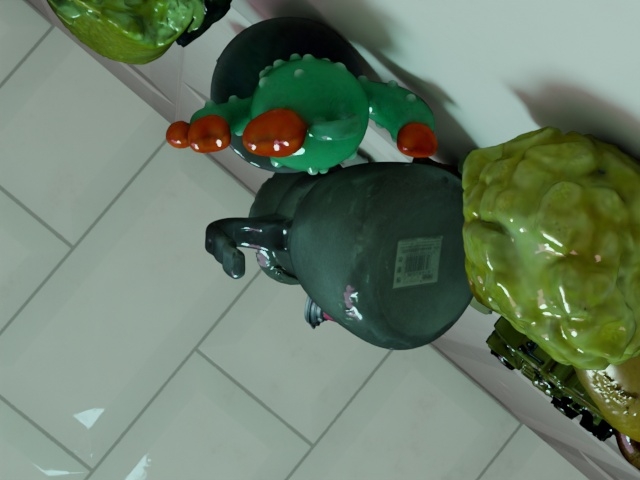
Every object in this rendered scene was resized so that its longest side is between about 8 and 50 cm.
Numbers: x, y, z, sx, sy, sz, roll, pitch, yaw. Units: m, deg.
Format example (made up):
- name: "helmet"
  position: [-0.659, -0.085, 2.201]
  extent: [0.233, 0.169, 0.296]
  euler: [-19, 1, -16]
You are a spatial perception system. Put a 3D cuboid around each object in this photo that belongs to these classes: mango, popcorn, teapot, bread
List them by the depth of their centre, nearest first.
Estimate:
- name: "popcorn"
  position: [0.226, 0.007, 1.008]
  extent: [0.235, 0.181, 0.216]
  euler: [50, 171, -36]
- name: "mango"
  position: [0.366, 0.124, 1.231]
  extent: [0.151, 0.156, 0.249]
  euler: [-5, 124, 50]
- name: "bread"
  position: [-0.236, -0.333, 1.336]
  extent: [0.251, 0.208, 0.376]
  euler: [46, 177, -13]
- name: "teapot"
  position: [0.010, 0.017, 1.361]
  extent: [0.285, 0.305, 0.223]
  euler: [21, 140, 48]

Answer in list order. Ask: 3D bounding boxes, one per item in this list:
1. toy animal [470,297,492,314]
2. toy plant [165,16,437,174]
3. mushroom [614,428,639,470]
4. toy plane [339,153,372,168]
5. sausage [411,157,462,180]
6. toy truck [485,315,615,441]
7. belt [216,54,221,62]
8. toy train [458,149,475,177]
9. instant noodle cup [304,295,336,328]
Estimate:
- name: "toy animal"
  position: [0.182, -0.001, 1.586]
  extent: [0.186, 0.094, 0.214]
  euler: [23, -149, -29]
- name: "toy plant"
  position: [-0.023, -0.162, 1.286]
  extent: [0.279, 0.185, 0.400]
  euler: [19, -172, -14]
- name: "mushroom"
  position: [0.541, 0.282, 1.539]
  extent: [0.227, 0.148, 0.217]
  euler: [32, 161, -33]
- name: "toy plane"
  position: [0.014, -0.106, 1.845]
  extent: [0.252, 0.118, 0.252]
  euler: [42, 176, 3]
- name: "sausage"
  position: [0.235, 0.018, 1.473]
  extent: [0.348, 0.094, 0.097]
  euler: [43, 171, -20]
- name: "toy truck"
  position: [0.375, 0.186, 1.697]
  extent: [0.257, 0.127, 0.127]
  euler: [38, 178, 34]
- name: "belt"
  position: [-0.082, -0.232, 1.659]
  extent: [0.163, 0.082, 0.147]
  euler: [43, 178, -21]
- name: "toy train"
  position: [0.216, -0.053, 1.334]
  extent: [0.071, 0.038, 0.148]
  euler: [39, 176, 35]
- name: "instant noodle cup"
  position: [0.104, 0.083, 2.213]
  extent: [0.181, 0.258, 0.302]
  euler: [24, 142, 13]
